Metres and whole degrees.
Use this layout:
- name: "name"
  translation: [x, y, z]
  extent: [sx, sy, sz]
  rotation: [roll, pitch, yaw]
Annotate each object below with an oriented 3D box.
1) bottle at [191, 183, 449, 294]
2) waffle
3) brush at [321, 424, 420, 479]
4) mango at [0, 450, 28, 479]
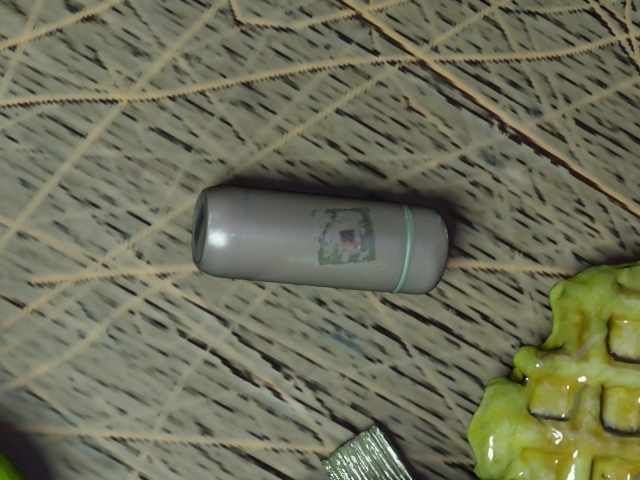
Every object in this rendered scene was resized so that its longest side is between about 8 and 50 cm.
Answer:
- name: "bottle"
  translation: [0.000, 0.000, 1.103]
  extent: [0.140, 0.053, 0.053]
  rotation: [6, 79, -15]
- name: "waffle"
  translation: [0.234, 0.139, 1.141]
  extent: [0.301, 0.058, 0.281]
  rotation: [-15, 88, -14]
- name: "brush"
  translation: [0.064, 0.181, 1.095]
  extent: [0.043, 0.014, 0.170]
  rotation: [-32, 80, -17]
- name: "mango"
  translation: [-0.202, 0.174, 0.999]
  extent: [0.117, 0.089, 0.163]
  rotation: [12, 79, -17]
